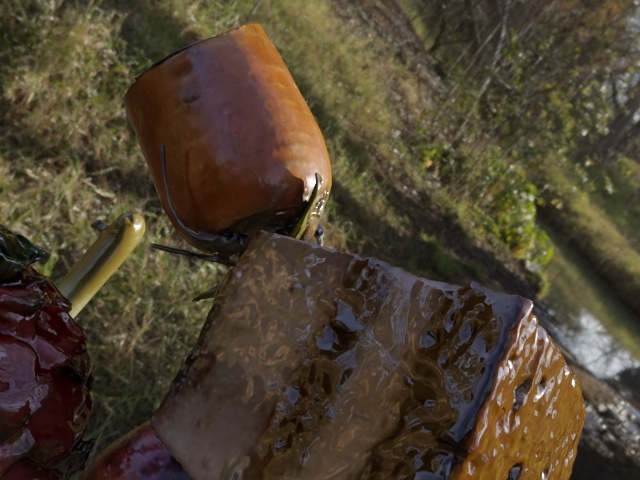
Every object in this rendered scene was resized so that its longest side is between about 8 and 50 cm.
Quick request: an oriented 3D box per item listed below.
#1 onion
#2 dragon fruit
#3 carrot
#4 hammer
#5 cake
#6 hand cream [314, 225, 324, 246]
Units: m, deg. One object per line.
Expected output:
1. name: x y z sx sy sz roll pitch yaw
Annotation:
1. onion: -0.196 0.376 0.895 0.276 0.276 0.276 34 18 -13
2. dragon fruit: -0.268 0.117 0.415 0.244 0.299 0.244 0 -3 0
3. carrot: -0.092 -0.087 0.728 0.331 0.193 0.214 66 11 8
4. hammer: -0.337 0.083 0.865 0.113 0.305 0.202 37 -3 16
5. cake: 0.010 0.120 0.470 0.293 0.199 0.196 19 -16 40
6. hand cream: 0.000 0.000 1.082 0.093 0.019 0.030 77 4 -69
